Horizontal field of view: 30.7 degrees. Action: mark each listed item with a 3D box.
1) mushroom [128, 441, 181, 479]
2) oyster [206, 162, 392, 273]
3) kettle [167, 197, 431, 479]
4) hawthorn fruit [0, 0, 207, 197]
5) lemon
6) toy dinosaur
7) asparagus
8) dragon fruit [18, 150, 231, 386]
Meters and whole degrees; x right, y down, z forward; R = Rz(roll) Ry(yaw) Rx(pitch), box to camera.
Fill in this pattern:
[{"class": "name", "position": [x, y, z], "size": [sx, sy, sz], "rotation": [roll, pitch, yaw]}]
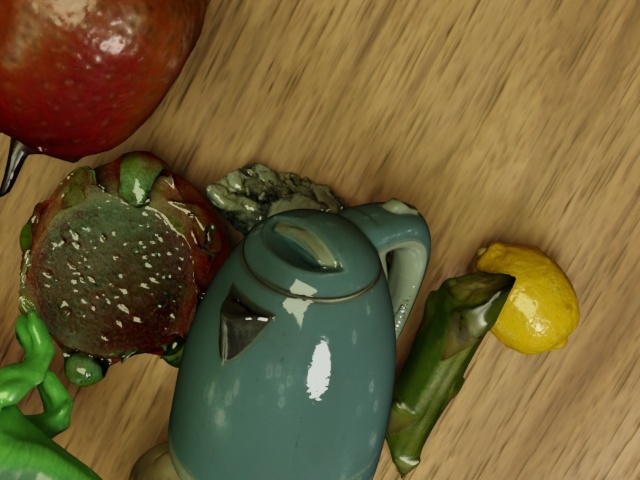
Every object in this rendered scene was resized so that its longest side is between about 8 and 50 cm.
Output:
[{"class": "mushroom", "position": [-0.174, 0.379, 1.396], "size": [0.234, 0.260, 0.253], "rotation": [-15, 117, -17]}, {"class": "oyster", "position": [0.000, -0.001, 1.415], "size": [0.199, 0.087, 0.252], "rotation": [-21, 112, 8]}, {"class": "kettle", "position": [-0.004, 0.101, 1.291], "size": [0.247, 0.320, 0.342], "rotation": [36, 134, 28]}, {"class": "hawthorn fruit", "position": [-0.289, -0.209, 1.276], "size": [0.285, 0.284, 0.368], "rotation": [28, 105, -3]}, {"class": "lemon", "position": [0.242, 0.067, 1.387], "size": [0.114, 0.114, 0.155], "rotation": [-37, 93, 10]}, {"class": "toy dinosaur", "position": [-0.401, 0.261, 1.240], "size": [0.375, 0.144, 0.500], "rotation": [-20, 60, -30]}, {"class": "asparagus", "position": [0.133, 0.160, 1.388], "size": [0.085, 0.082, 0.343], "rotation": [18, 127, -9]}, {"class": "dragon fruit", "position": [-0.233, 0.033, 1.389], "size": [0.268, 0.130, 0.295], "rotation": [28, 108, -4]}]
